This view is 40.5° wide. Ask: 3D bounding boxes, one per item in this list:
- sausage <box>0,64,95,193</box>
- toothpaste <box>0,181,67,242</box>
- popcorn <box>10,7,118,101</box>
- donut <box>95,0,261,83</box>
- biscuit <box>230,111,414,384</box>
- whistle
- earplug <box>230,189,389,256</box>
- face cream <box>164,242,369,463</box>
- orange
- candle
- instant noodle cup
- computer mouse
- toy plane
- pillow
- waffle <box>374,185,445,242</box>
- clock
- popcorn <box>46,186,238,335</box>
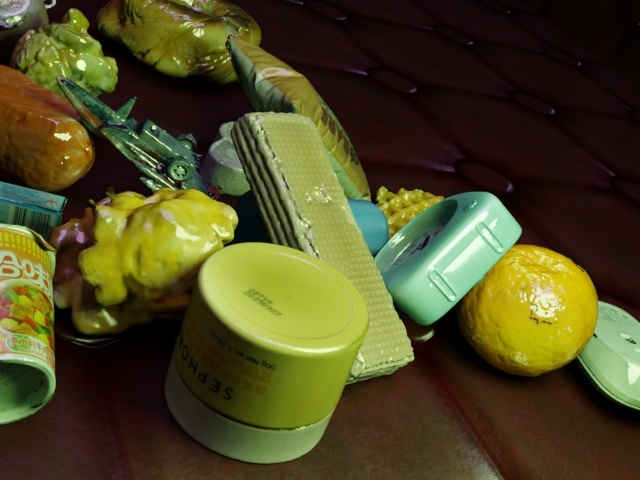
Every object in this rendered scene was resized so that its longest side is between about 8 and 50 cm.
[{"bbox_3d":[-0.478,-0.174,1.366,0.268,0.141,0.153,28,30,10],"label":"sausage"},{"bbox_3d":[-0.504,-0.058,1.236,0.267,0.065,0.050,14,31,-12],"label":"toothpaste"},{"bbox_3d":[-0.461,-0.311,1.567,0.167,0.185,0.187,19,52,42],"label":"popcorn"},{"bbox_3d":[-0.317,-0.478,1.951,0.360,0.170,0.360,20,25,-10],"label":"donut"},{"bbox_3d":[0.000,0.000,1.269,0.144,0.078,0.426,-6,67,-46],"label":"biscuit"},{"bbox_3d":[-0.659,-0.391,1.637,0.348,0.189,0.189,-30,54,-28],"label":"whistle"},{"bbox_3d":[0.000,-0.016,1.432,0.273,0.132,0.132,-1,36,-40],"label":"earplug"},{"bbox_3d":[-0.068,0.134,1.077,0.218,0.179,0.218,16,30,-9],"label":"face cream"},{"bbox_3d":[0.320,0.108,1.353,0.219,0.193,0.219,6,12,-1],"label":"orange"},{"bbox_3d":[-0.131,-0.143,1.610,0.168,0.068,0.192,20,32,-7],"label":"candle"},{"bbox_3d":[-0.370,0.100,0.984,0.168,0.168,0.185,2,43,-30],"label":"instant noodle cup"},{"bbox_3d":[0.477,0.190,1.418,0.159,0.097,0.288,11,20,-15],"label":"computer mouse"},{"bbox_3d":[-0.271,-0.146,1.346,0.326,0.104,0.223,50,18,-27],"label":"toy plane"},{"bbox_3d":[-0.040,-0.230,1.668,0.312,0.119,0.310,52,0,43],"label":"pillow"},{"bbox_3d":[0.223,-0.014,1.638,0.291,0.051,0.291,14,30,-8],"label":"waffle"},{"bbox_3d":[0.179,0.024,1.382,0.094,0.223,0.274,48,-8,-10],"label":"clock"},{"bbox_3d":[-0.240,0.019,1.159,0.253,0.191,0.190,2,20,-15],"label":"popcorn"}]
